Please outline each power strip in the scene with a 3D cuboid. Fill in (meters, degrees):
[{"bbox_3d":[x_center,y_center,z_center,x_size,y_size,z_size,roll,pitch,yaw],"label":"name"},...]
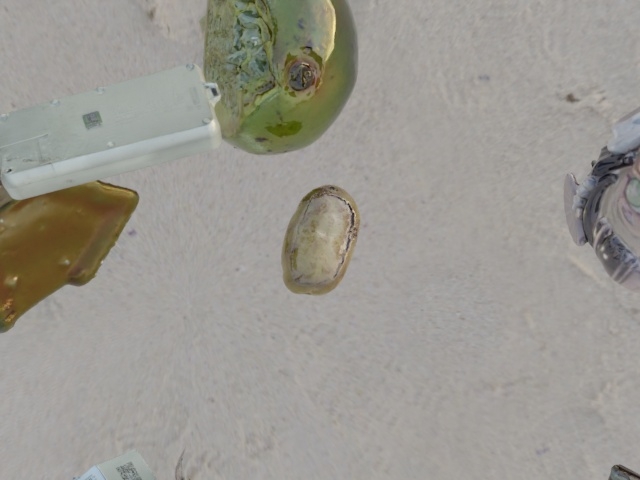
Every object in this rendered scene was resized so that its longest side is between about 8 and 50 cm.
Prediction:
[{"bbox_3d":[-0.173,-0.090,0.723,0.192,0.035,0.081,-16,56,-6],"label":"power strip"}]

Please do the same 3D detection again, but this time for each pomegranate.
[{"bbox_3d":[-0.063,-0.298,1.364,0.216,0.358,0.310,-4,115,-17],"label":"pomegranate"}]

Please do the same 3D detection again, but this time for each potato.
[{"bbox_3d":[0.000,0.000,1.314,0.107,0.080,0.171,13,82,1],"label":"potato"}]

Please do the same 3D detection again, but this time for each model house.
[{"bbox_3d":[-0.358,-0.018,1.066,0.239,0.268,0.173,-37,116,-31],"label":"model house"}]

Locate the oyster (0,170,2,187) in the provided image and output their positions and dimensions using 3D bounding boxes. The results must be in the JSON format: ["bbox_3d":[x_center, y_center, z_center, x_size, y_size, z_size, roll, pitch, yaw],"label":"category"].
[{"bbox_3d":[-0.536,-0.101,1.473,0.259,0.198,0.092,7,70,-14],"label":"oyster"}]

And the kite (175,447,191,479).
[{"bbox_3d":[0.009,0.150,0.195,0.015,0.285,0.152,-16,62,-10],"label":"kite"}]

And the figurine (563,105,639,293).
[{"bbox_3d":[0.456,-0.070,0.988,0.211,0.361,0.253,-15,63,-35],"label":"figurine"}]

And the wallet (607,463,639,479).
[{"bbox_3d":[0.396,0.298,0.866,0.031,0.232,0.122,-53,131,-13],"label":"wallet"}]

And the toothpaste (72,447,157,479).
[{"bbox_3d":[-0.322,0.352,0.976,0.336,0.081,0.067,-39,77,17],"label":"toothpaste"}]
